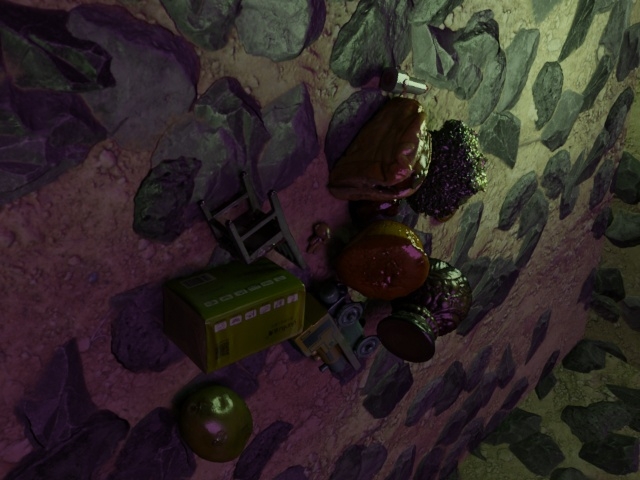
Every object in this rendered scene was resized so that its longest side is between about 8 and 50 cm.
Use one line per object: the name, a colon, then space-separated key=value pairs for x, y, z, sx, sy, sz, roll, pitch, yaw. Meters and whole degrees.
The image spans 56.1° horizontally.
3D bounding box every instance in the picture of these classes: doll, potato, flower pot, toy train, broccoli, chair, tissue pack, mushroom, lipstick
doll: x=-0.005 y=-0.006 z=1.656 sx=0.061 sy=0.051 sz=0.093 roll=1 pitch=142 yaw=-47
potato: x=-0.273 y=0.491 z=1.602 sx=0.186 sy=0.148 sz=0.253 roll=-51 pitch=140 yaw=-5
flower pot: x=0.318 y=0.230 z=1.909 sx=0.267 sy=0.267 sz=0.266 roll=-49 pitch=143 yaw=-38
toy train: x=0.038 y=0.281 z=1.798 sx=0.237 sy=0.150 sz=0.369 roll=-39 pitch=137 yaw=-9
broccoli: x=0.363 y=-0.198 z=1.763 sx=0.260 sy=0.235 sz=0.288 roll=10 pitch=143 yaw=-47
chair: x=-0.157 y=-0.007 z=1.414 sx=0.147 sy=0.136 sz=0.270 roll=-39 pitch=138 yaw=-20
tissue pack: x=-0.204 y=0.165 z=1.424 sx=0.275 sy=0.200 sz=0.167 roll=-17 pitch=124 yaw=-38
mushroom: x=0.173 y=-0.103 z=1.712 sx=0.170 sy=0.135 sz=0.080 roll=-7 pitch=81 yaw=-56
lipstick: x=0.242 y=-0.421 z=1.622 sx=0.186 sy=0.057 sz=0.063 roll=-4 pitch=113 yaw=-47

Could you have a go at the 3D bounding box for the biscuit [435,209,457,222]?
biscuit: x=0.419 y=-0.128 z=2.010 sx=0.124 sy=0.026 sz=0.175 roll=-52 pitch=140 yaw=-9

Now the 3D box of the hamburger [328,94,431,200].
hamburger: x=0.194 y=-0.209 z=1.590 sx=0.330 sy=0.209 sz=0.162 roll=-48 pitch=139 yaw=-9

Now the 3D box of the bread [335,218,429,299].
bread: x=0.180 y=0.061 z=1.711 sx=0.145 sy=0.268 sz=0.268 roll=-77 pitch=161 yaw=-48
